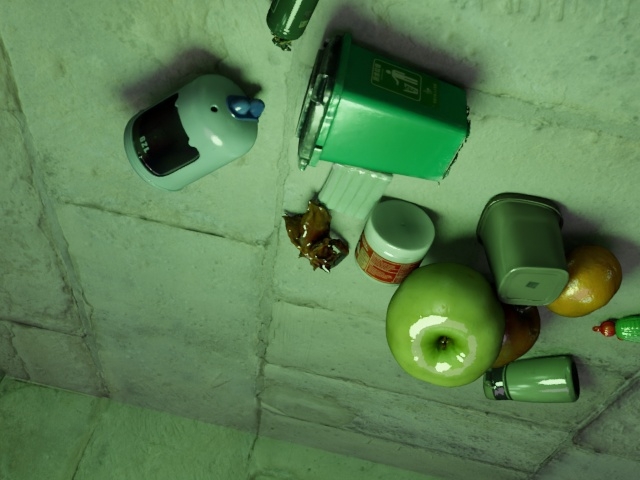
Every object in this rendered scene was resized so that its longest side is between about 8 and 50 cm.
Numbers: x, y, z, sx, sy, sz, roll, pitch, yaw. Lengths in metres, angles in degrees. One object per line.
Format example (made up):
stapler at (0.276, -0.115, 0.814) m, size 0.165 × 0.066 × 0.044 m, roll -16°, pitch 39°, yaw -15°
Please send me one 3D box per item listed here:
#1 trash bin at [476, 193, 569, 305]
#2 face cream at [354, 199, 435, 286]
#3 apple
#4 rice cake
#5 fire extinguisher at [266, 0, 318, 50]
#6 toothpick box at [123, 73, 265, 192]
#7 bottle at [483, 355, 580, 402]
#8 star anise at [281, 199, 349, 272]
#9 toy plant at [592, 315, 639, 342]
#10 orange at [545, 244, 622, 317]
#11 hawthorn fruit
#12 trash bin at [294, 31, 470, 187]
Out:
trash bin at (0.570, 0.034, 1.704) m, size 0.219 × 0.250 × 0.219 m, roll 3°, pitch 138°, yaw 1°
face cream at (0.217, 0.011, 1.816) m, size 0.201 × 0.201 × 0.187 m, roll 17°, pitch 139°, yaw -2°
apple at (0.355, 0.228, 1.741) m, size 0.358 × 0.357 × 0.357 m, roll 8°, pitch 139°, yaw 7°
rice cake at (0.095, -0.151, 1.795) m, size 0.189 × 0.037 × 0.198 m, roll 17°, pitch 140°, yaw -3°
fire extinguisher at (-0.046, -0.546, 1.359) m, size 0.095 × 0.114 × 0.311 m, roll 53°, pitch 138°, yaw 15°
toothpick box at (-0.315, -0.297, 1.621) m, size 0.355 × 0.263 × 0.263 m, roll -20°, pitch 128°, yaw 32°
bottle at (0.769, 0.522, 2.260) m, size 0.347 × 0.168 × 0.168 m, roll -12°, pitch 133°, yaw 32°
star anise at (-0.007, 0.009, 1.922) m, size 0.237 × 0.148 × 0.346 m, roll 39°, pitch 169°, yaw 35°
toy plant at (1.035, 0.295, 1.984) m, size 0.240 × 0.088 × 0.155 m, roll -18°, pitch 145°, yaw 41°
orange at (0.756, 0.123, 1.763) m, size 0.171 × 0.240 × 0.240 m, roll 47°, pitch 135°, yaw 1°
hawthorn fruit at (0.578, 0.262, 1.959) m, size 0.268 × 0.267 × 0.301 m, roll 36°, pitch 133°, yaw -23°
trash bin at (0.142, -0.285, 1.473) m, size 0.381 × 0.259 × 0.295 m, roll 16°, pitch 139°, yaw -6°
